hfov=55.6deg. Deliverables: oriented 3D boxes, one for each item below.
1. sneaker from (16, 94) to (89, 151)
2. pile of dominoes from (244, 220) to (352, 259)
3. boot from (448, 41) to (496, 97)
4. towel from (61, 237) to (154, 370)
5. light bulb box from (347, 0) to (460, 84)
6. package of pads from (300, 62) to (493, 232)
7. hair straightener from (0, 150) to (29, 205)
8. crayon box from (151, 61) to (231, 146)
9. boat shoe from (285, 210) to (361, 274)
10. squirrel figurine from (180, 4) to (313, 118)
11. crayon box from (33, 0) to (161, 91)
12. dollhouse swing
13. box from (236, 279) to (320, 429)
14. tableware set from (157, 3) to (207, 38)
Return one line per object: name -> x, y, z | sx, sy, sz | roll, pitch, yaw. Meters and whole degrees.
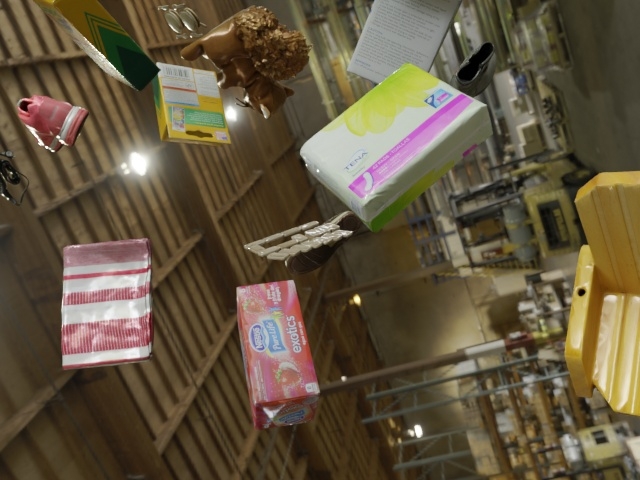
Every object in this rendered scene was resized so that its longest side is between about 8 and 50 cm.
sneaker -> -0.657, -0.298, 1.454 | 0.136, 0.313, 0.116 | 29, -103, -32
pile of dominoes -> -0.057, 0.013, 1.654 | 0.196, 0.251, 0.040 | 23, 129, 58
boot -> 0.362, -0.394, 1.384 | 0.083, 0.246, 0.161 | 35, 155, 4
towel -> -0.556, 0.159, 1.579 | 0.037, 0.236, 0.329 | 84, 180, -72
light bulb box -> 0.267, -0.642, 1.808 | 0.358, 0.225, 0.361 | -61, -6, -70
package of pads -> 0.133, -0.186, 1.142 | 0.229, 0.296, 0.101 | 45, 172, 41
hair straightener -> -0.731, -0.167, 1.375 | 0.230, 0.089, 0.047 | 75, 177, -46
crayon box -> -0.420, -0.418, 1.958 | 0.203, 0.083, 0.323 | 2, -124, -29
boat shoe -> 0.004, 0.006, 1.799 | 0.095, 0.257, 0.095 | 57, 176, -19
squirrel figurine -> -0.224, -0.631, 2.191 | 0.370, 0.396, 0.281 | 57, -132, -23
crayon box -> -0.537, -0.497, 1.397 | 0.202, 0.081, 0.318 | 33, 169, 45
dollhouse swing -> 0.555, 0.099, 0.931 | 0.305, 0.346, 0.315 | 37, -116, -47
box -> -0.089, 0.220, 1.187 | 0.128, 0.122, 0.257 | 98, 161, -51
tableware set -> -0.478, -0.775, 2.124 | 0.039, 0.194, 0.128 | -48, -51, -22
